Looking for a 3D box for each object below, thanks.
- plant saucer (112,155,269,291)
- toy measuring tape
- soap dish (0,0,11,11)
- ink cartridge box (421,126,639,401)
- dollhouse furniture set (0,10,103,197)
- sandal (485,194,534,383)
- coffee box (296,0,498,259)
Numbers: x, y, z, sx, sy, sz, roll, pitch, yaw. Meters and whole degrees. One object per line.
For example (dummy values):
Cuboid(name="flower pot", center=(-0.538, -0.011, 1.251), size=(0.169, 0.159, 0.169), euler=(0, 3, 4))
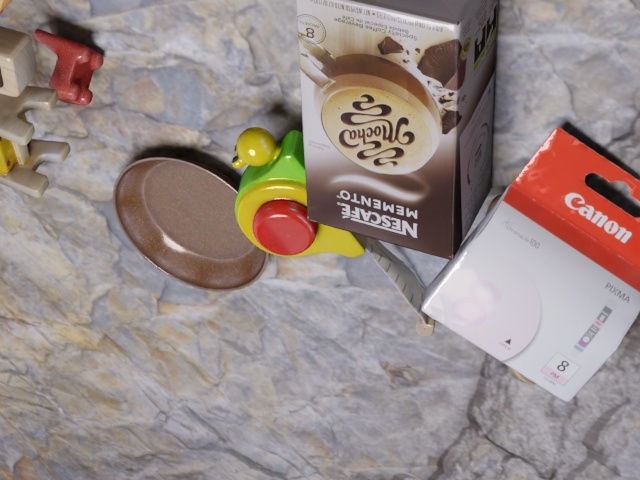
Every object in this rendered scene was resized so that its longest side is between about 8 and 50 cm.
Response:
Cuboid(name="plant saucer", center=(-0.142, -0.026, 2.262), size=(0.198, 0.036, 0.199), euler=(17, 136, 17))
Cuboid(name="toy measuring tape", center=(0.000, 0.000, 2.150), size=(0.121, 0.121, 0.330), euler=(-11, 132, 38))
Cuboid(name="soap dish", center=(-0.273, -0.389, 1.799), size=(0.229, 0.291, 0.118), euler=(45, 167, -13))
Cuboid(name="ink cartridge box", center=(0.242, 0.029, 1.996), size=(0.189, 0.066, 0.232), euler=(33, 122, -8))
Cuboid(name="dollhouse furniture set", center=(-0.341, -0.253, 2.053), size=(0.152, 0.201, 0.374), euler=(16, 143, 17))
Cuboid(name="sandal", center=(0.236, 0.062, 2.075), size=(0.079, 0.088, 0.240), euler=(7, 129, 34))
Cuboid(name="coffee box", center=(0.077, -0.142, 1.950), size=(0.168, 0.119, 0.297), euler=(15, 136, 18))
